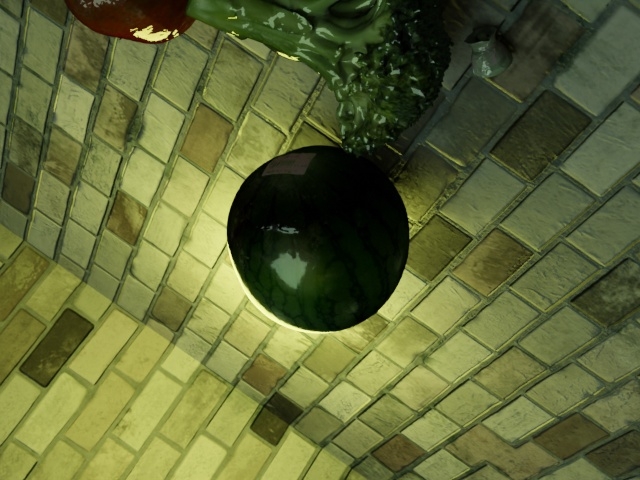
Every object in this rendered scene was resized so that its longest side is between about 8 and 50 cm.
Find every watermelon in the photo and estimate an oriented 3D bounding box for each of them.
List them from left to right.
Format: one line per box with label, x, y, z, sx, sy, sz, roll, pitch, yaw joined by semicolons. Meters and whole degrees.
watermelon;0.000;0.000;2.311;0.363;0.363;0.363;26;150;16

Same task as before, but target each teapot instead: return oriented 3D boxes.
teapot;0.248;-0.289;1.908;0.064;0.064;0.083;62;173;-28

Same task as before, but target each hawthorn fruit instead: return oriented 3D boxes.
hawthorn fruit;-0.298;-0.427;2.114;0.224;0.224;0.261;3;154;43

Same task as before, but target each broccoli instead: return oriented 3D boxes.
broccoli;0.013;-0.293;1.896;0.397;0.275;0.353;-12;101;27

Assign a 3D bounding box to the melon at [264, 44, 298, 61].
melon;-0.058;-0.364;2.046;0.167;0.114;0.114;43;150;-15
